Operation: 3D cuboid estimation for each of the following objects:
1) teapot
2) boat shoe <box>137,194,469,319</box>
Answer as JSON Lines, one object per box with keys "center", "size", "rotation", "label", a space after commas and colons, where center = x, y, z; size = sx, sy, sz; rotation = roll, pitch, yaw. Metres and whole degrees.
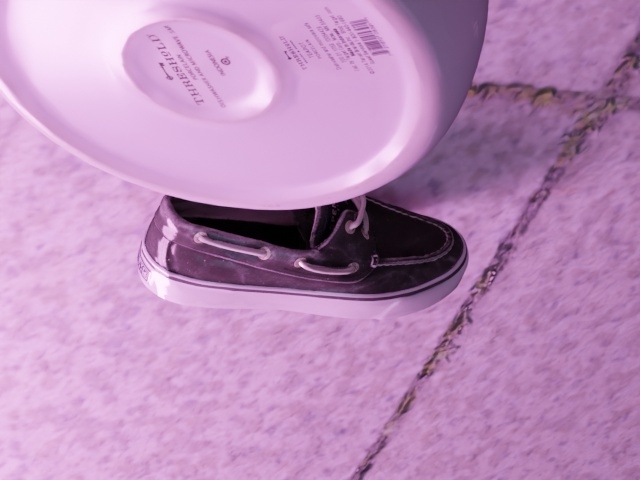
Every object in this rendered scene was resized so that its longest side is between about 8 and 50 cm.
{"center": [-0.037, -0.150, 0.788], "size": [0.253, 0.187, 0.256], "rotation": [18, 148, -9], "label": "teapot"}
{"center": [0.000, 0.000, 1.065], "size": [0.219, 0.077, 0.070], "rotation": [-1, 138, -26], "label": "boat shoe"}
